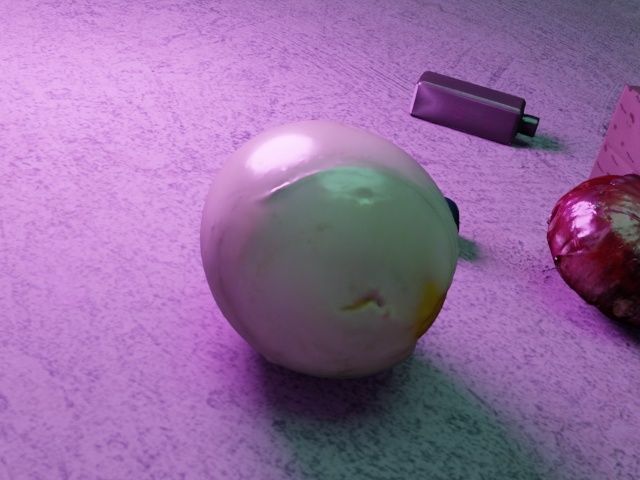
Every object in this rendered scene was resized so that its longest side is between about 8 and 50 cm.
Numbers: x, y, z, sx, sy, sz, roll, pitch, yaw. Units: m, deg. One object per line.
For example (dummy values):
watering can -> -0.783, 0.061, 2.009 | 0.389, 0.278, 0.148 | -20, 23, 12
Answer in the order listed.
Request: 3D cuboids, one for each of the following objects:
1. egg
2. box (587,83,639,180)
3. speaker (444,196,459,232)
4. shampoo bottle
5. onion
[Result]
egg -> 0.000, 0.000, 1.048 | 0.283, 0.283, 0.345 | 1, 20, -19
box -> 0.635, -0.112, 1.519 | 0.297, 0.225, 0.190 | 6, 32, -14
speaker -> 0.163, -0.033, 1.373 | 0.094, 0.060, 0.075 | 13, 29, 1
shampoo bottle -> 0.303, -0.255, 1.778 | 0.246, 0.080, 0.079 | 18, 32, 10
onion -> 0.444, 0.011, 1.280 | 0.246, 0.190, 0.246 | 13, 46, -14
